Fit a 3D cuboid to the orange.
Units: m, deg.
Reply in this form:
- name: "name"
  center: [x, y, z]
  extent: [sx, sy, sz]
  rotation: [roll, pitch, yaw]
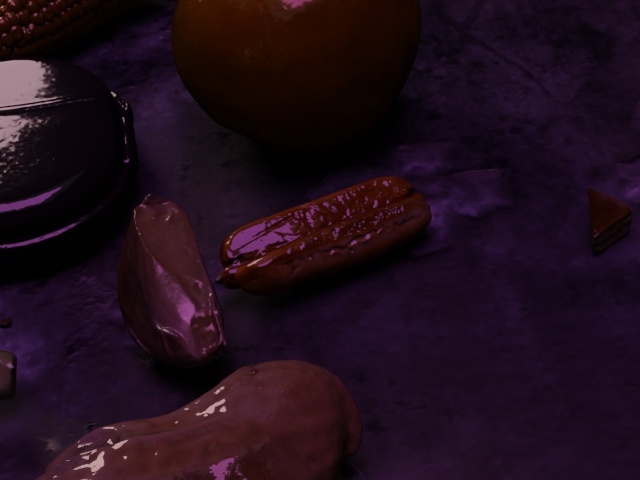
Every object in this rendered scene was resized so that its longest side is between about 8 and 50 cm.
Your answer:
- name: "orange"
  center: [-0.025, -0.225, 1.441]
  extent: [0.279, 0.235, 0.279]
  rotation: [-14, 42, 13]

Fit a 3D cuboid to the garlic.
- name: "garlic"
  center: [-0.140, 0.057, 1.240]
  extent: [0.087, 0.101, 0.195]
  rotation: [-4, 45, -20]

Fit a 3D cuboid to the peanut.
- name: "peanut"
  center: [-0.106, 0.211, 1.040]
  extent: [0.340, 0.158, 0.174]
  rotation: [-19, 14, -20]

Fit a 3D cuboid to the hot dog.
- name: "hot dog"
  center: [0.000, 0.000, 1.316]
  extent: [0.235, 0.062, 0.092]
  rotation: [-19, 44, -17]

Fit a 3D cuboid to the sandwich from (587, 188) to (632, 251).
- name: "sandwich"
  center: [0.291, -0.021, 1.326]
  extent: [0.044, 0.031, 0.083]
  rotation: [1, 43, 10]

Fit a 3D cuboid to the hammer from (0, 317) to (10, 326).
- name: "hammer"
  center: [-0.367, 0.088, 1.299]
  extent: [0.123, 0.014, 0.029]
  rotation: [-9, 52, -5]

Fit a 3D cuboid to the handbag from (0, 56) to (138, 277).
- name: "handbag"
  center: [-0.326, -0.089, 1.426]
  extent: [0.253, 0.093, 0.308]
  rotation: [-10, 43, -4]

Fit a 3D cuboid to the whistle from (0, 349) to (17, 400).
- name: "whistle"
  center: [-0.434, 0.124, 1.212]
  extent: [0.294, 0.141, 0.141]
  rotation: [3, 40, -19]

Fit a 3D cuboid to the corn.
- name: "corn"
  center: [-0.320, -0.299, 1.636]
  extent: [0.119, 0.119, 0.322]
  rotation: [32, 59, 34]
